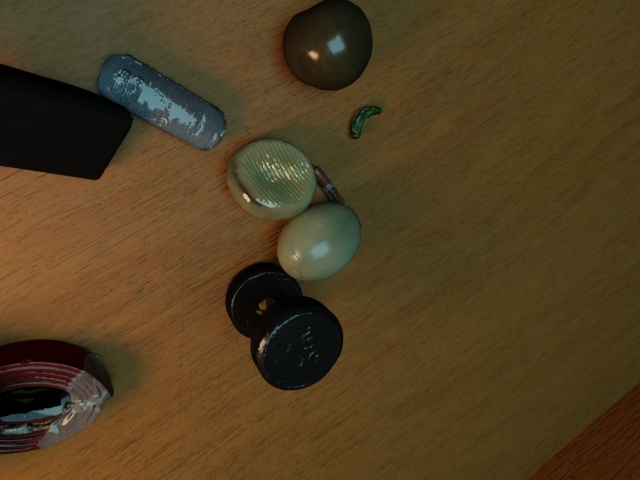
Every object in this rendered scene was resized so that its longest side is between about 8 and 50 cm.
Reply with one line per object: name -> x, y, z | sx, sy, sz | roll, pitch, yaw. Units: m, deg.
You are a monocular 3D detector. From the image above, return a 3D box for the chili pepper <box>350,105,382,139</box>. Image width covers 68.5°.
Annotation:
chili pepper -> 0.113, -0.323, 1.250 | 0.118, 0.035, 0.055 | -50, 131, -14

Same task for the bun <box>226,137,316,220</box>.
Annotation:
bun -> -0.124, -0.142, 1.153 | 0.222, 0.127, 0.223 | 5, 74, -19

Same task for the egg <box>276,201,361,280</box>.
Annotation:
egg -> 0.000, 0.000, 1.205 | 0.253, 0.186, 0.187 | -41, 119, -29

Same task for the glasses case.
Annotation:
glasses case -> -0.341, -0.298, 1.032 | 0.282, 0.067, 0.109 | 27, 95, -27

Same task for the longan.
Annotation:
longan -> 0.021, -0.447, 1.084 | 0.212, 0.198, 0.198 | -16, 112, -22

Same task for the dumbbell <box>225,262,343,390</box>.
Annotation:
dumbbell -> -0.100, 0.193, 1.144 | 0.203, 0.322, 0.204 | -7, 109, -23

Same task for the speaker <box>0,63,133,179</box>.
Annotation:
speaker -> -0.572, -0.254, 0.854 | 0.180, 0.184, 0.388 | -47, 153, 22

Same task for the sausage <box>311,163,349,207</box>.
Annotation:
sausage -> 0.045, -0.111, 1.282 | 0.034, 0.034, 0.253 | -43, 117, -7

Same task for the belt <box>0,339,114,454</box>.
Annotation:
belt -> -0.645, 0.347, 1.064 | 0.323, 0.115, 0.228 | -4, 108, -24
